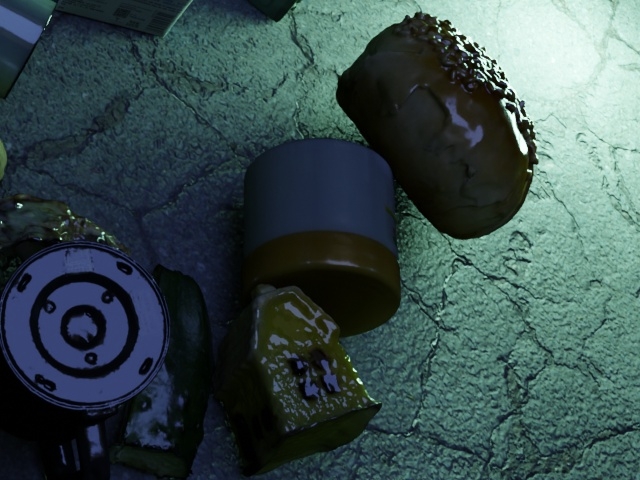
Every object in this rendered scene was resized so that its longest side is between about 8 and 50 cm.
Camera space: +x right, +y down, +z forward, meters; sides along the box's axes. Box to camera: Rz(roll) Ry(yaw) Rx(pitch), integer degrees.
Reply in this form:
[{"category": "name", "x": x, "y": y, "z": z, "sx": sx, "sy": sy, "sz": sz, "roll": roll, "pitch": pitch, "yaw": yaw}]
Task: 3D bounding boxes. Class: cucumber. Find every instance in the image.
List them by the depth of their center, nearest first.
[{"category": "cucumber", "x": -0.206, "y": 0.171, "z": 1.942, "sx": 0.145, "sy": 0.105, "sz": 0.325, "roll": 22, "pitch": 52, "yaw": -21}]

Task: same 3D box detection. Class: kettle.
[{"category": "kettle", "x": -0.305, "y": 0.165, "z": 1.723, "sx": 0.203, "sy": 0.308, "sz": 0.262, "roll": -40, "pitch": 90, "yaw": -28}, {"category": "kettle", "x": -0.532, "y": -0.304, "z": 1.970, "sx": 0.236, "sy": 0.161, "sz": 0.221, "roll": 29, "pitch": 83, "yaw": -16}]

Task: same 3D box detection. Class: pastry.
[{"category": "pastry", "x": 0.202, "y": -0.191, "z": 2.236, "sx": 0.409, "sy": 0.245, "sz": 0.409, "roll": 52, "pitch": 4, "yaw": -5}]

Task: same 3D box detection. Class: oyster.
[{"category": "oyster", "x": -0.369, "y": -0.008, "z": 1.836, "sx": 0.201, "sy": 0.354, "sz": 0.107, "roll": 4, "pitch": 86, "yaw": 8}]

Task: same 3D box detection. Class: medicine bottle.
[{"category": "medicine bottle", "x": 0.000, "y": 0.000, "z": 2.081, "sx": 0.238, "sy": 0.238, "sz": 0.232, "roll": 16, "pitch": 56, "yaw": -25}]

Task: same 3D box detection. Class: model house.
[{"category": "model house", "x": -0.048, "y": 0.188, "z": 1.966, "sx": 0.175, "sy": 0.193, "sz": 0.234, "roll": -10, "pitch": 69, "yaw": -26}]

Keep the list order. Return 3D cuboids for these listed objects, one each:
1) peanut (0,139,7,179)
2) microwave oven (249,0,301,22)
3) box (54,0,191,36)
[{"category": "peanut", "x": -0.586, "y": -0.152, "z": 1.839, "sx": 0.340, "sy": 0.158, "sz": 0.174, "roll": 36, "pitch": 13, "yaw": -17}, {"category": "microwave oven", "x": -0.062, "y": -0.512, "z": 2.401, "sx": 0.163, "sy": 0.129, "sz": 0.205, "roll": 38, "pitch": 49, "yaw": -11}, {"category": "box", "x": -0.307, "y": -0.405, "z": 2.170, "sx": 0.194, "sy": 0.139, "sz": 0.073, "roll": 11, "pitch": 59, "yaw": -29}]
